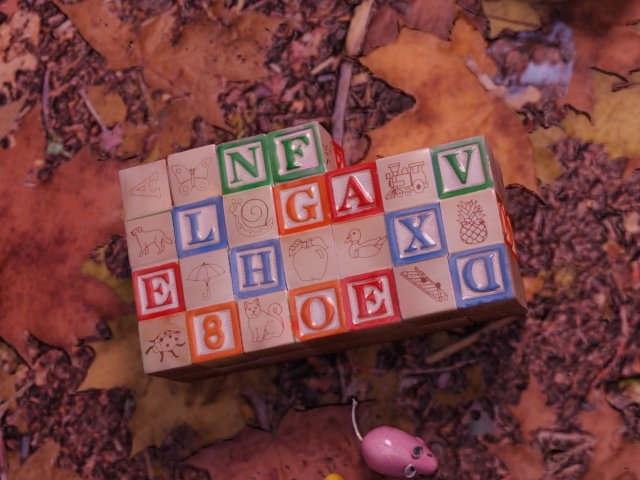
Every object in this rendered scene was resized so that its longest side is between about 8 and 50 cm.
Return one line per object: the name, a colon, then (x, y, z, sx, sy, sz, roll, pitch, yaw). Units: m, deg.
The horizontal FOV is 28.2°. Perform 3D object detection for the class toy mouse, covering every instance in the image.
toy mouse: (0.060, 0.201, 0.988, 0.143, 0.031, 0.161, -6, 78, 16)

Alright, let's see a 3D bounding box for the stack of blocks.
stack of blocks: (0.000, 0.000, 1.016, 0.297, 0.087, 0.171, -12, 76, 14)
